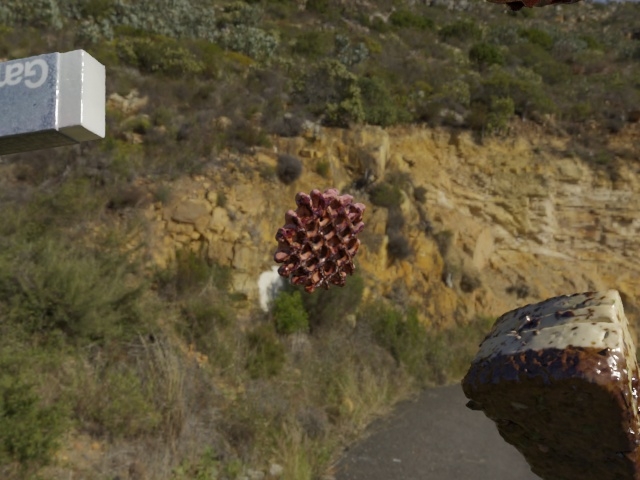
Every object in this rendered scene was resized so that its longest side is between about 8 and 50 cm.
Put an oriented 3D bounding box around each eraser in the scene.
[{"bbox_3d":[-0.339,-0.143,0.604,0.212,0.092,0.046,-7,-11,11],"label":"eraser"}]

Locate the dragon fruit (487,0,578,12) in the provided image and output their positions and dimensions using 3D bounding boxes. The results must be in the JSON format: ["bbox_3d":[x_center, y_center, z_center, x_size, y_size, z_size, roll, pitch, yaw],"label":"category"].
[{"bbox_3d":[0.280,-0.448,0.693,0.277,0.343,0.277,7,-22,3],"label":"dragon fruit"}]

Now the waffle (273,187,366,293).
[{"bbox_3d":[0.000,0.000,1.157,0.234,0.222,0.055,5,10,-44],"label":"waffle"}]

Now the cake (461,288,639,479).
[{"bbox_3d":[0.250,0.158,0.459,0.112,0.246,0.135,-43,-1,-40],"label":"cake"}]
